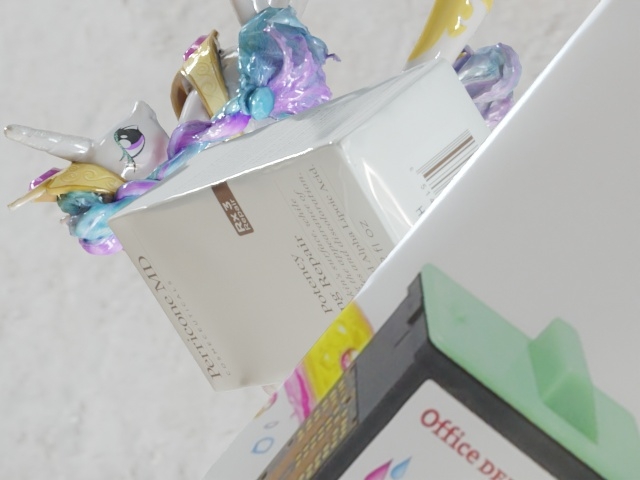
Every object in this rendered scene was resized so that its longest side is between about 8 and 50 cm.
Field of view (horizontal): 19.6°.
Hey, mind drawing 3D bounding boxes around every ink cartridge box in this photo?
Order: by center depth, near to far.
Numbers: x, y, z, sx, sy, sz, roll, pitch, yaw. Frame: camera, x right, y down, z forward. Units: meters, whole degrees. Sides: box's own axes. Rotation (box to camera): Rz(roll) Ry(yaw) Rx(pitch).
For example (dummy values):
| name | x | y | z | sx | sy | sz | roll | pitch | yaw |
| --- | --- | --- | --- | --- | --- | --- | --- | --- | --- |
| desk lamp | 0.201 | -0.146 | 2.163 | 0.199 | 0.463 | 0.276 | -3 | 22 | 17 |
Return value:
| name | x | y | z | sx | sy | sz | roll | pitch | yaw |
| --- | --- | --- | --- | --- | --- | --- | --- | --- | --- |
| ink cartridge box | 0.070 | 0.098 | 0.439 | 0.278 | 0.201 | 0.117 | -50 | 49 | 8 |

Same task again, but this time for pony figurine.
| name | x | y | z | sx | sy | sz | roll | pitch | yaw |
| --- | --- | --- | --- | --- | --- | --- | --- | --- | --- |
| pony figurine | -0.010 | -0.048 | 1.334 | 0.351 | 0.363 | 0.303 | 49 | 154 | -17 |

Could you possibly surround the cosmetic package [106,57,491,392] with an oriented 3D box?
| name | x | y | z | sx | sy | sz | roll | pitch | yaw |
| --- | --- | --- | --- | --- | --- | --- | --- | --- | --- |
| cosmetic package | 0.000 | 0.000 | 0.910 | 0.231 | 0.085 | 0.117 | -18 | 107 | 56 |
